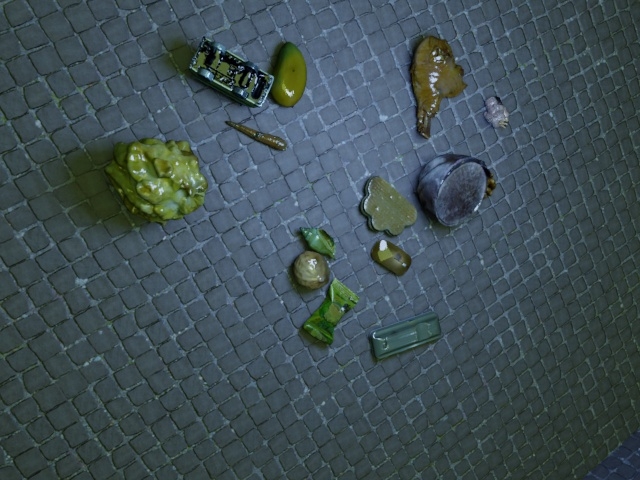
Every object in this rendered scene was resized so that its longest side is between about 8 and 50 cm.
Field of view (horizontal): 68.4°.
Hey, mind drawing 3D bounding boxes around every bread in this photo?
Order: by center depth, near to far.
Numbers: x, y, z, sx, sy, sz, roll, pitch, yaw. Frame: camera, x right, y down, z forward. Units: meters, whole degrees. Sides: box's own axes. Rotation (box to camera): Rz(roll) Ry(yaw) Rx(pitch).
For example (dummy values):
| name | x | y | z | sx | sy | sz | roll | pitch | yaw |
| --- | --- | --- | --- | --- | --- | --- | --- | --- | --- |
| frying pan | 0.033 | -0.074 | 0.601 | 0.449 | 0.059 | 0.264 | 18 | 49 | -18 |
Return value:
| name | x | y | z | sx | sy | sz | roll | pitch | yaw |
| --- | --- | --- | --- | --- | --- | --- | --- | --- | --- |
| bread | 0.273 | -0.129 | 1.989 | 0.286 | 0.056 | 0.207 | 42 | 78 | -17 |

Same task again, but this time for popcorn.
| name | x | y | z | sx | sy | sz | roll | pitch | yaw |
| --- | --- | --- | --- | --- | --- | --- | --- | --- | --- |
| popcorn | -0.548 | -0.212 | 1.583 | 0.312 | 0.312 | 0.313 | -2 | 95 | -19 |

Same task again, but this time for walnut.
| name | x | y | z | sx | sy | sz | roll | pitch | yaw |
| --- | --- | --- | --- | --- | --- | --- | --- | --- | --- |
| walnut | 0.728 | -0.264 | 2.128 | 0.170 | 0.069 | 0.143 | 34 | 82 | -21 |

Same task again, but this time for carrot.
| name | x | y | z | sx | sy | sz | roll | pitch | yaw |
| --- | --- | --- | --- | --- | --- | --- | --- | --- | --- |
| carrot | -0.242 | -0.405 | 1.803 | 0.254 | 0.049 | 0.049 | 20 | 88 | -15 |

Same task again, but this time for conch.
| name | x | y | z | sx | sy | sz | roll | pitch | yaw |
| --- | --- | --- | --- | --- | --- | --- | --- | --- | --- |
| conch | -0.004 | 0.001 | 1.898 | 0.200 | 0.079 | 0.095 | 28 | 72 | -36 |

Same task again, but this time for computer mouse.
| name | x | y | z | sx | sy | sz | roll | pitch | yaw |
| --- | --- | --- | --- | --- | --- | --- | --- | --- | --- |
| computer mouse | 0.310 | 0.074 | 2.026 | 0.199 | 0.045 | 0.102 | 34 | 86 | -18 |

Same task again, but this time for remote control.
| name | x | y | z | sx | sy | sz | roll | pitch | yaw |
| --- | --- | --- | --- | --- | --- | --- | --- | --- | --- |
| remote control | 0.378 | 0.415 | 2.066 | 0.335 | 0.065 | 0.128 | -15 | 96 | -17 |

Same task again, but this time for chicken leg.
| name | x | y | z | sx | sy | sz | roll | pitch | yaw |
| --- | --- | --- | --- | --- | --- | --- | --- | --- | --- |
| chicken leg | 0.502 | -0.631 | 1.984 | 0.295 | 0.182 | 0.410 | 1 | 98 | -35 |

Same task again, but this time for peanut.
| name | x | y | z | sx | sy | sz | roll | pitch | yaw |
| --- | --- | --- | --- | --- | --- | --- | --- | --- | --- |
| peanut | -0.037 | 0.118 | 1.880 | 0.140 | 0.109 | 0.159 | -18 | 88 | -27 |

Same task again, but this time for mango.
| name | x | y | z | sx | sy | sz | roll | pitch | yaw |
| --- | --- | --- | --- | --- | --- | --- | --- | --- | --- |
| mango | -0.115 | -0.629 | 1.800 | 0.137 | 0.091 | 0.238 | 19 | 88 | -25 |

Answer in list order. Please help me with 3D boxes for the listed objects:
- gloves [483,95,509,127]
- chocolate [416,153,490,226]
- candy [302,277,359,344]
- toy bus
| name | x | y | z | sx | sy | sz | roll | pitch | yaw |
| --- | --- | --- | --- | --- | --- | --- | --- | --- | --- |
| gloves | 0.783 | -0.570 | 2.109 | 0.110 | 0.094 | 0.144 | 19 | 65 | -42 |
| chocolate | 0.529 | -0.235 | 1.986 | 0.303 | 0.213 | 0.303 | -18 | 126 | -26 |
| candy | 0.047 | 0.296 | 1.943 | 0.149 | 0.069 | 0.246 | 36 | 88 | -13 |
| toy bus | -0.324 | -0.589 | 1.692 | 0.276 | 0.164 | 0.134 | 26 | 86 | -20 |
